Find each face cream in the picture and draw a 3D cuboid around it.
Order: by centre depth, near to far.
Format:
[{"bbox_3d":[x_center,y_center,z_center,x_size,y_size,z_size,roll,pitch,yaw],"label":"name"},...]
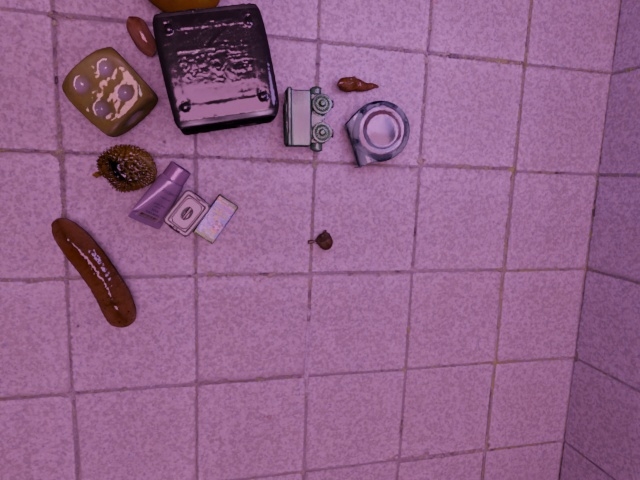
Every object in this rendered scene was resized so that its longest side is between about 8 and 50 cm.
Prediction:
[{"bbox_3d":[-0.633,-0.181,1.769,0.273,0.096,0.154,-56,145,2],"label":"face cream"}]

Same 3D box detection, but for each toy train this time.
[{"bbox_3d":[-0.052,-0.503,1.834,0.202,0.145,0.265,-1,99,-10],"label":"toy train"}]

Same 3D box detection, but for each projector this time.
[{"bbox_3d":[-0.380,-0.630,1.644,0.396,0.242,0.404,-12,98,-9],"label":"projector"}]

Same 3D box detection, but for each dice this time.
[{"bbox_3d":[-0.761,-0.537,1.618,0.238,0.227,0.233,-43,104,-2],"label":"dice"}]

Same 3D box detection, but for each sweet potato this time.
[{"bbox_3d":[0.150,-0.671,1.903,0.226,0.068,0.068,-8,101,-30],"label":"sweet potato"}]

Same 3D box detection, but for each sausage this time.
[{"bbox_3d":[-0.882,0.125,1.750,0.136,0.123,0.500,-21,105,21],"label":"sausage"}]

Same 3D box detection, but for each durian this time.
[{"bbox_3d":[-0.763,-0.277,1.703,0.238,0.138,0.193,-18,103,-9],"label":"durian"}]

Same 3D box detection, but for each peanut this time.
[{"bbox_3d":[-0.676,-0.773,1.678,0.076,0.076,0.152,-30,109,-7],"label":"peanut"}]

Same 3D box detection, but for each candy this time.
[{"bbox_3d":[-0.439,-0.090,1.851,0.097,0.062,0.194,35,89,-16],"label":"candy"}]

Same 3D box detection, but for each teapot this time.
[{"bbox_3d":[0.000,0.000,1.982,0.111,0.085,0.080,-12,128,17],"label":"teapot"}]

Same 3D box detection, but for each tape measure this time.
[{"bbox_3d":[0.241,-0.465,1.911,0.275,0.147,0.256,-20,101,-6],"label":"tape measure"}]

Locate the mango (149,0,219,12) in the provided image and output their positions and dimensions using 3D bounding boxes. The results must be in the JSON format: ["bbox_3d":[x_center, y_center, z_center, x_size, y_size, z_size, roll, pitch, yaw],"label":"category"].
[{"bbox_3d":[-0.558,-1.002,1.593,0.446,0.232,0.300,34,93,-5],"label":"mango"}]

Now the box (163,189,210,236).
[{"bbox_3d":[-0.542,-0.113,1.806,0.124,0.093,0.172,40,88,-15],"label":"box"}]
